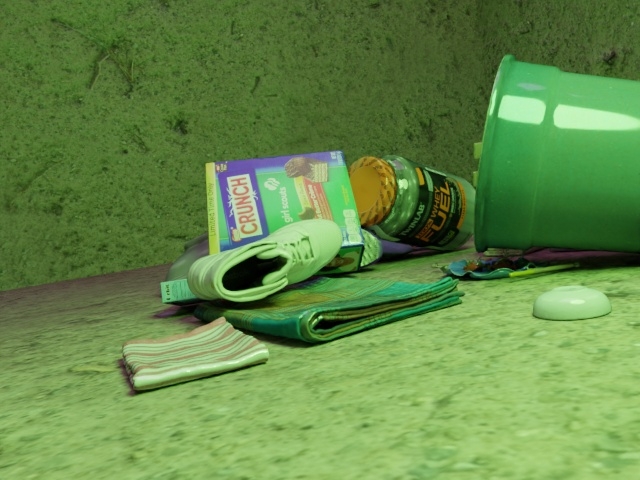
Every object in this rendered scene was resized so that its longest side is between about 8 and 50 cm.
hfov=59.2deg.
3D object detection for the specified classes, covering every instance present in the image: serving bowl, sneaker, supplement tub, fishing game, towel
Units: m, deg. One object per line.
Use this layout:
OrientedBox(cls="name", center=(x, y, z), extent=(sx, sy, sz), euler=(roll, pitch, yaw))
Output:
OrientedBox(cls="serving bowl", center=(0.284, 0.068, 0.642), extent=(0.083, 0.027, 0.083), euler=(-7, 2, 0))
OrientedBox(cls="sneaker", center=(0.059, 0.021, 1.398), extent=(0.146, 0.102, 0.293), euler=(2, -5, -44))
OrientedBox(cls="sneaker", center=(-0.058, 0.035, 0.929), extent=(0.292, 0.108, 0.169), euler=(-21, 8, -26))
OrientedBox(cls="supplement tub", center=(0.223, -0.092, 1.408), extent=(0.337, 0.207, 0.207), euler=(10, -9, -39))
OrientedBox(cls="fishing game", center=(0.312, 0.039, 1.021), extent=(0.189, 0.041, 0.264), euler=(-6, 2, -13))
OrientedBox(cls="towel", center=(-0.008, 0.093, 0.866), extent=(0.271, 0.040, 0.370), euler=(-9, 3, -33))
OrientedBox(cls="towel", center=(-0.157, 0.129, 0.667), extent=(0.144, 0.029, 0.197), euler=(-10, 4, -22))

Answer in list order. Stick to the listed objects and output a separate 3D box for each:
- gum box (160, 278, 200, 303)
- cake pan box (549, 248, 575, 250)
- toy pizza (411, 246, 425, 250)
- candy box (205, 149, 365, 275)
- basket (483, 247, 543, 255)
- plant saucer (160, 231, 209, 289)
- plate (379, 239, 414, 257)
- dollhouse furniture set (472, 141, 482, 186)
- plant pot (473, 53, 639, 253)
OrientedBox(cls="gum box", center=(-0.197, 0.093, 1.090), extent=(0.184, 0.041, 0.157), euler=(-8, -8, -3))
OrientedBox(cls="cake pan box", center=(0.646, -0.031, 1.177), extent=(0.245, 0.070, 0.266), euler=(-2, 7, 45))
OrientedBox(cls="toy pizza", center=(0.314, 0.004, 1.704), extent=(0.201, 0.032, 0.201), euler=(-8, 3, 0))
OrientedBox(cls="candy box", center=(-0.086, -0.054, 1.234), extent=(0.317, 0.268, 0.122), euler=(-7, -34, -6))
OrientedBox(cls="basket", center=(0.446, -0.027, 1.269), extent=(0.167, 0.103, 0.113), euler=(-12, 5, -39))
OrientedBox(cls="plant saucer", center=(-0.231, 0.014, 1.441), extent=(0.400, 0.101, 0.400), euler=(-24, 1, 0))
OrientedBox(cls="plate", center=(0.161, 0.022, 1.544), extent=(0.188, 0.024, 0.188), euler=(6, 11, -1))
OrientedBox(cls="dollhouse furniture set", center=(0.526, -0.132, 1.398), extent=(0.135, 0.259, 0.262), euler=(-16, 21, -33))
OrientedBox(cls="plant pot", center=(0.453, -0.123, 0.924), extent=(0.334, 0.341, 0.341), euler=(9, 10, 23))
